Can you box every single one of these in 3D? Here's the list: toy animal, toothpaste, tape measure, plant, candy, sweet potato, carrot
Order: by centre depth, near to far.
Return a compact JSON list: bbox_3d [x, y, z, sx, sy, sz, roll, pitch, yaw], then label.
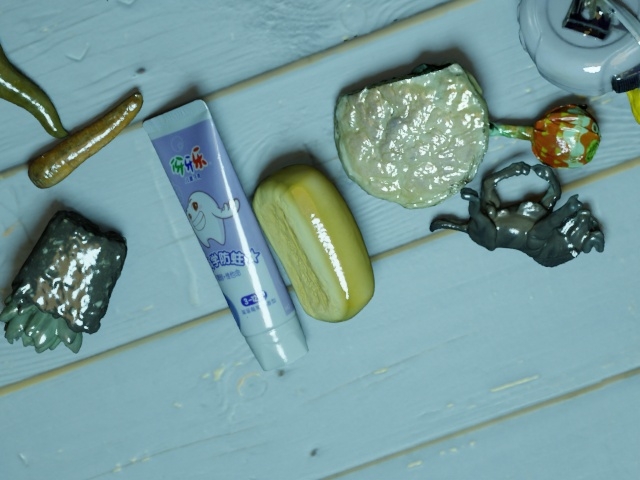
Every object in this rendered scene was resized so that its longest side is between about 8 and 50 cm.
[{"bbox_3d":[0.350,-0.279,1.828,0.236,0.120,0.197,21,81,19],"label":"tape measure"},{"bbox_3d":[0.225,-0.150,1.918,0.287,0.078,0.084,8,72,10],"label":"candy"},{"bbox_3d":[0.262,-0.024,1.920,0.232,0.084,0.148,3,130,1],"label":"toy animal"},{"bbox_3d":[-0.426,-0.227,1.926,0.069,0.059,0.249,-34,103,-4],"label":"sweet potato"},{"bbox_3d":[-0.309,-0.133,1.945,0.191,0.047,0.047,-34,99,7],"label":"carrot"},{"bbox_3d":[-0.341,0.065,1.947,0.132,0.129,0.194,27,99,-4],"label":"plant"},{"bbox_3d":[-0.121,-0.006,1.951,0.125,0.080,0.371,-14,102,43],"label":"toothpaste"}]

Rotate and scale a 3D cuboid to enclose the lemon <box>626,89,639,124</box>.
[{"bbox_3d":[0.468,-0.183,1.868,0.155,0.114,0.114,6,102,6],"label":"lemon"}]

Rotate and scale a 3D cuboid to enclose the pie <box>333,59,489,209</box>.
[{"bbox_3d":[0.119,-0.131,1.899,0.218,0.052,0.185,-12,96,21],"label":"pie"}]

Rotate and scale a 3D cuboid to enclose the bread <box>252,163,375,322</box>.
[{"bbox_3d":[0.000,0.000,1.919,0.098,0.147,0.217,-30,101,-24],"label":"bread"}]
